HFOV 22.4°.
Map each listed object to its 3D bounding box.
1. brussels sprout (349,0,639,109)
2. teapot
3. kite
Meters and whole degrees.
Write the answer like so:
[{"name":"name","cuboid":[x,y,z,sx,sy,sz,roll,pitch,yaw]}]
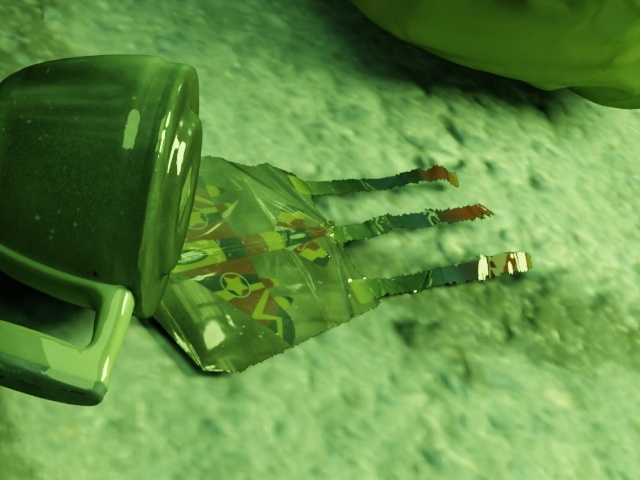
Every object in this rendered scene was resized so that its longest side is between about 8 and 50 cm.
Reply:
[{"name":"brussels sprout","cuboid":[0.155,-0.220,0.986,0.328,0.247,0.328,8,32,-5]},{"name":"teapot","cuboid":[-0.112,-0.010,0.687,0.108,0.149,0.111,10,-3,4]},{"name":"kite","cuboid":[0.001,-0.001,0.802,0.245,0.015,0.141,-7,52,-38]}]
